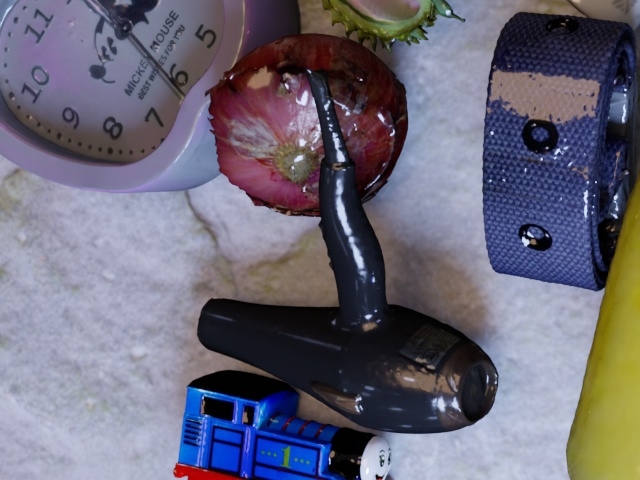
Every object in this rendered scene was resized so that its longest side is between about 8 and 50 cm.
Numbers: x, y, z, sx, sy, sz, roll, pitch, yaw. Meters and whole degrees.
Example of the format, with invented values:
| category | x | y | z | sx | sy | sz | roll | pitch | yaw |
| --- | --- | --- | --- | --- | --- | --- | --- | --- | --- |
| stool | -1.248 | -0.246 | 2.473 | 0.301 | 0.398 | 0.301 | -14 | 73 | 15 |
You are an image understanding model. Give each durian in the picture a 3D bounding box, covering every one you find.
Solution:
| category | x | y | z | sx | sy | sz | roll | pitch | yaw |
| --- | --- | --- | --- | --- | --- | --- | --- | --- | --- |
| durian | 0.052 | -0.268 | 1.735 | 0.137 | 0.095 | 0.221 | -28 | 78 | 43 |

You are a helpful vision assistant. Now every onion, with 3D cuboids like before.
| category | x | y | z | sx | sy | sz | roll | pitch | yaw |
| --- | --- | --- | --- | --- | --- | --- | --- | --- | --- |
| onion | -0.012 | -0.113 | 1.746 | 0.184 | 0.184 | 0.147 | -40 | 31 | 23 |

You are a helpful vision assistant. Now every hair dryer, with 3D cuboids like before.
| category | x | y | z | sx | sy | sz | roll | pitch | yaw |
| --- | --- | --- | --- | --- | --- | --- | --- | --- | --- |
| hair dryer | 0.000 | 0.000 | 1.695 | 0.303 | 0.120 | 0.359 | 17 | 131 | 37 |

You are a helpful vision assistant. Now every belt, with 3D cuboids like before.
| category | x | y | z | sx | sy | sz | roll | pitch | yaw |
| --- | --- | --- | --- | --- | --- | --- | --- | --- | --- |
| belt | 0.205 | -0.070 | 1.603 | 0.126 | 0.139 | 0.230 | 10 | 121 | 22 |

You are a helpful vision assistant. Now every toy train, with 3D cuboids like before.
| category | x | y | z | sx | sy | sz | roll | pitch | yaw |
| --- | --- | --- | --- | --- | --- | --- | --- | --- | --- |
| toy train | -0.029 | 0.199 | 1.789 | 0.204 | 0.083 | 0.131 | 10 | 96 | 27 |

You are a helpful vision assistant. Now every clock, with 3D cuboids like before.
| category | x | y | z | sx | sy | sz | roll | pitch | yaw |
| --- | --- | --- | --- | --- | --- | --- | --- | --- | --- |
| clock | -0.188 | -0.205 | 1.859 | 0.338 | 0.102 | 0.338 | 0 | 90 | 29 |

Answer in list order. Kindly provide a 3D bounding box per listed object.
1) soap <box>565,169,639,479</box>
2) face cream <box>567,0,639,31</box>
| category | x | y | z | sx | sy | sz | roll | pitch | yaw |
| --- | --- | --- | --- | --- | --- | --- | --- | --- | --- |
| soap | 0.376 | 0.040 | 1.538 | 0.306 | 0.115 | 0.427 | 23 | 103 | 15 |
| face cream | 0.321 | -0.321 | 1.584 | 0.102 | 0.102 | 0.345 | 48 | 112 | 19 |
